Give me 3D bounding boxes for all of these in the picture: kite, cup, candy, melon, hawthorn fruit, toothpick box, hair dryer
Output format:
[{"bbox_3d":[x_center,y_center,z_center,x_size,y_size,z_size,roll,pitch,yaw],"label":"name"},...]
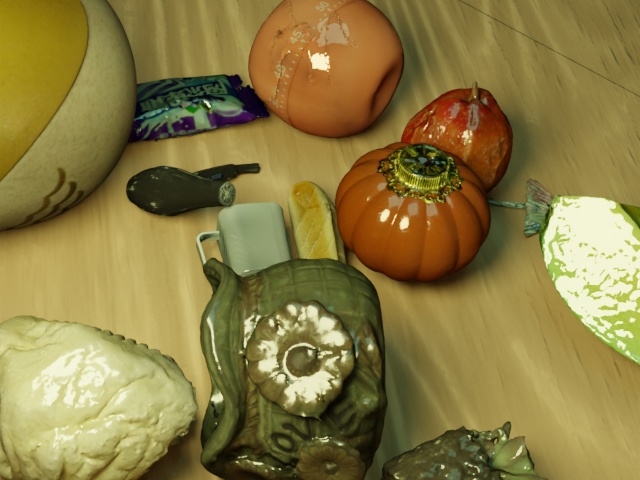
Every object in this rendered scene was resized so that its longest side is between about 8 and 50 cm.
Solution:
[{"bbox_3d":[0.320,-0.052,2.081,0.156,0.011,0.139,10,42,-1],"label":"kite"},{"bbox_3d":[-0.105,0.020,1.879,0.128,0.095,0.129,-4,48,-12],"label":"cup"},{"bbox_3d":[-0.226,-0.205,2.103,0.275,0.070,0.145,-13,41,-18],"label":"candy"},{"bbox_3d":[0.486,0.036,1.889,0.343,0.226,0.331,16,55,23],"label":"melon"},{"bbox_3d":[0.207,-0.140,2.037,0.173,0.179,0.173,7,72,-22],"label":"hawthorn fruit"},{"bbox_3d":[-0.495,-0.211,1.784,0.425,0.409,0.409,-5,41,-49],"label":"toothpick box"},{"bbox_3d":[-0.152,-0.089,1.979,0.195,0.075,0.219,4,17,40],"label":"hair dryer"}]

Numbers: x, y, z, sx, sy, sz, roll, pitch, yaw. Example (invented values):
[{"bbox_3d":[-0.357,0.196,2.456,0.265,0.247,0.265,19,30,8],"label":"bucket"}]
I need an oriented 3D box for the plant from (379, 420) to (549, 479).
[{"bbox_3d":[0.175,0.296,1.629,0.203,0.131,0.142,-14,48,-9],"label":"plant"}]

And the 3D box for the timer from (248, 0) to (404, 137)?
[{"bbox_3d":[0.009,-0.277,2.094,0.215,0.229,0.229,29,48,15],"label":"timer"}]

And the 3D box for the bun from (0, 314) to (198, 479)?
[{"bbox_3d":[-0.284,0.205,1.573,0.281,0.281,0.205,17,77,8],"label":"bun"}]

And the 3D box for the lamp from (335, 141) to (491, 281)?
[{"bbox_3d":[0.130,-0.040,1.906,0.223,0.196,0.223,5,43,-5],"label":"lamp"}]

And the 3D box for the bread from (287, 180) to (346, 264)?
[{"bbox_3d":[0.000,0.000,1.943,0.073,0.053,0.214,-22,48,9],"label":"bread"}]

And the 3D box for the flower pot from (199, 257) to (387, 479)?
[{"bbox_3d":[-0.038,0.162,1.617,0.213,0.302,0.302,0,46,-6],"label":"flower pot"}]
